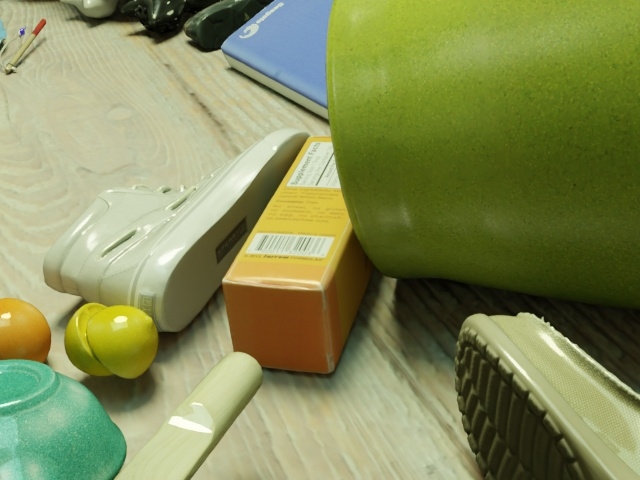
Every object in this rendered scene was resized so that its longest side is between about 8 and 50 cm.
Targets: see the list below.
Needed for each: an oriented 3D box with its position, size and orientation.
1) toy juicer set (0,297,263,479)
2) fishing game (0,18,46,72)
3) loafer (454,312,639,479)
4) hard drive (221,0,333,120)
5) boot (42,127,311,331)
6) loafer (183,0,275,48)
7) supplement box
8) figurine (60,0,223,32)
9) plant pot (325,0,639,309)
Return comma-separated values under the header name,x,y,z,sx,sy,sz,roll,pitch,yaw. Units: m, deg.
name,x,y,z,sx,sy,sz,roll,pitch,yaw
toy juicer set,-0.157,0.112,0.555,0.329,0.089,0.209,10,20,35
fishing game,-0.510,-0.260,1.221,0.264,0.041,0.189,5,40,4
loafer,0.170,0.130,0.481,0.092,0.102,0.268,-18,44,-24
hard drive,0.049,-0.229,1.046,0.210,0.040,0.319,-42,43,-12
boot,-0.111,-0.030,0.756,0.123,0.095,0.258,17,37,21
loafer,-0.107,-0.307,1.238,0.170,0.062,0.061,-23,32,-31
supplement box,0.000,0.000,0.718,0.080,0.078,0.233,4,32,17
figurine,-0.239,-0.364,1.323,0.215,0.092,0.209,18,42,32
plant pot,0.202,-0.101,0.654,0.353,0.366,0.366,-6,30,19
